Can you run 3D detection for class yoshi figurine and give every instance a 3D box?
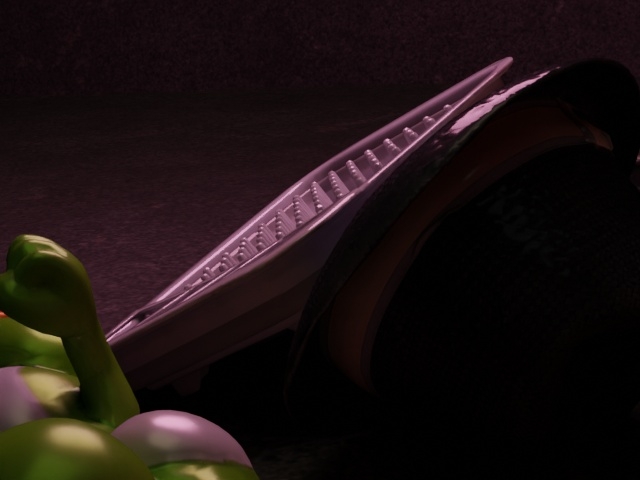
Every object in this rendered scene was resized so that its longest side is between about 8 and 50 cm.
[{"bbox_3d":[-0.156,0.120,0.851,0.203,0.203,0.362,-31,27,-30],"label":"yoshi figurine"}]

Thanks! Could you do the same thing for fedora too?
[{"bbox_3d":[0.133,0.047,1.026,0.334,0.334,0.152,-18,54,-46],"label":"fedora"}]

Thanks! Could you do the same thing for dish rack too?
[{"bbox_3d":[0.000,0.000,1.243,0.285,0.072,0.333,-29,10,47],"label":"dish rack"}]

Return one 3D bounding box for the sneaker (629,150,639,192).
[{"bbox_3d":[0.386,-0.072,1.506,0.262,0.099,0.121,13,8,8],"label":"sneaker"}]
